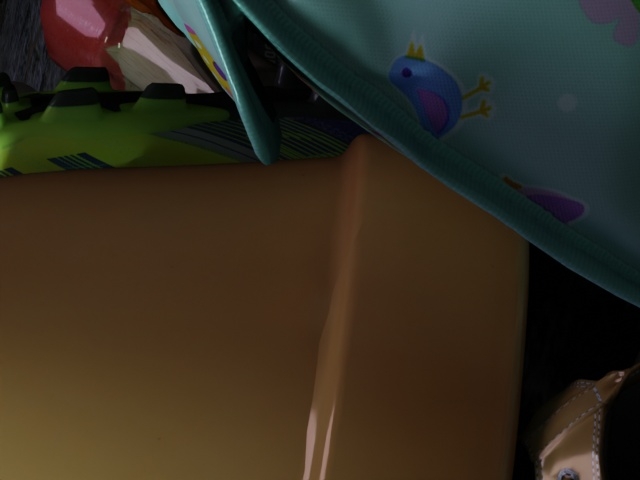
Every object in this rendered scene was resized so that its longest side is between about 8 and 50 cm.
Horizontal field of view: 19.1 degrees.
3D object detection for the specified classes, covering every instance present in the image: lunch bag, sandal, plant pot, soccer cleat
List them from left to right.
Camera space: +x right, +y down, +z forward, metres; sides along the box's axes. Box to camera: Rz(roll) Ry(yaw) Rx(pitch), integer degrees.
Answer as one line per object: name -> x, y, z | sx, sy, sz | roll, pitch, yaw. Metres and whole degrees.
soccer cleat -> -0.070, -0.015, 0.830 | 0.093, 0.289, 0.121 | -146, 53, -66
plant pot -> -0.050, 0.090, 0.718 | 0.291, 0.203, 0.291 | -170, 90, -87
lunch bag -> 0.027, -0.103, 0.545 | 0.160, 0.262, 0.223 | -59, 21, 11
sandal -> 0.083, 0.087, 0.617 | 0.090, 0.060, 0.219 | -98, 30, -49

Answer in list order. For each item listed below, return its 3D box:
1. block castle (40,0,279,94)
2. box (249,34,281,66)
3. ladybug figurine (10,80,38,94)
block castle -> -0.235, -0.118, 0.895 | 0.303, 0.453, 0.213 | -50, 52, -5
box -> -0.080, 0.020, 1.188 | 0.318, 0.097, 0.395 | 118, 158, -51
ladybug figurine -> -0.246, 0.065, 1.380 | 0.449, 0.161, 0.305 | 84, -175, -52
